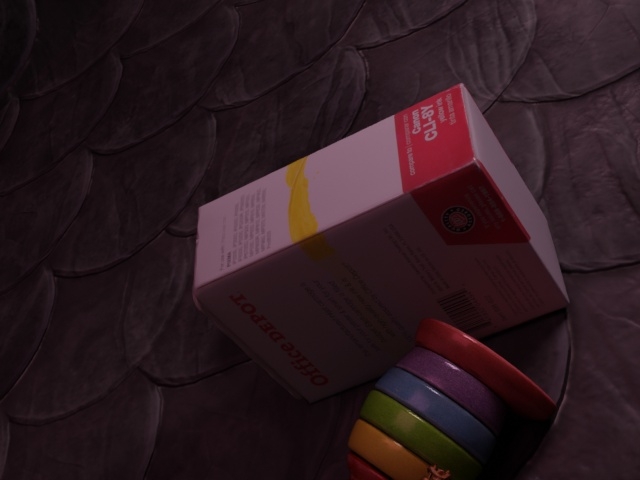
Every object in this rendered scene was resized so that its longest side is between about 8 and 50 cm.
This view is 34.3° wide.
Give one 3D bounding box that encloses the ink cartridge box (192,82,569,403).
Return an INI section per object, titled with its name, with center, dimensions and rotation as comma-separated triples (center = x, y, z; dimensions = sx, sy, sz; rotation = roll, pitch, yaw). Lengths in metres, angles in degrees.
[ink cartridge box]
center = 0.071, 0.018, 1.301
dimensions = 0.385, 0.279, 0.160
rotation = -24, 42, 20

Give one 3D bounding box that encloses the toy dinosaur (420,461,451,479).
[toy dinosaur]
center = 0.056, 0.364, 0.981
dimensions = 0.322, 0.164, 0.218
rotation = -46, 2, 13

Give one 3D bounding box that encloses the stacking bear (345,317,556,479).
[stacking bear]
center = 0.101, 0.248, 1.172
dimensions = 0.175, 0.164, 0.289
rotation = 24, 76, 48
